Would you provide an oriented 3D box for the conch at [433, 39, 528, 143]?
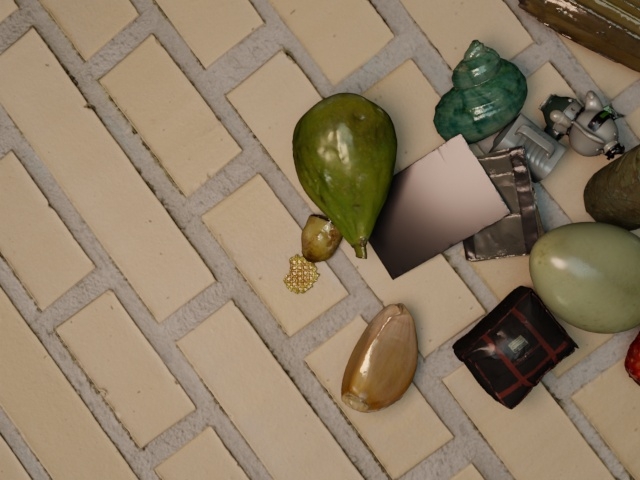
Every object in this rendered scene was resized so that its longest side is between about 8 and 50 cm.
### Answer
[{"bbox_3d":[0.334,-0.311,1.340,0.196,0.134,0.202,-7,91,5],"label":"conch"}]

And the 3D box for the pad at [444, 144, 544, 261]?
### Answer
[{"bbox_3d":[0.368,-0.072,1.348,0.174,0.022,0.233,-10,103,28],"label":"pad"}]

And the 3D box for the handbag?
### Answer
[{"bbox_3d":[0.407,0.225,1.331,0.215,0.155,0.169,-43,93,2],"label":"handbag"}]

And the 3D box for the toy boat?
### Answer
[{"bbox_3d":[0.590,-0.487,1.314,0.446,0.136,0.162,31,89,6],"label":"toy boat"}]

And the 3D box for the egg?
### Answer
[{"bbox_3d":[0.538,0.069,1.264,0.296,0.218,0.218,18,93,-28],"label":"egg"}]

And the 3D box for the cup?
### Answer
[{"bbox_3d":[0.436,-0.197,1.334,0.129,0.128,0.095,35,84,2],"label":"cup"}]

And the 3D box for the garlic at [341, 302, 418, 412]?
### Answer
[{"bbox_3d":[0.131,0.248,1.359,0.146,0.164,0.244,22,88,22],"label":"garlic"}]

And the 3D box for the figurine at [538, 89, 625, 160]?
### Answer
[{"bbox_3d":[0.550,-0.238,1.327,0.192,0.147,0.126,47,114,22],"label":"figurine"}]

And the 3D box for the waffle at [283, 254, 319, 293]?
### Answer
[{"bbox_3d":[-0.047,0.079,1.446,0.078,0.016,0.085,31,95,5],"label":"waffle"}]

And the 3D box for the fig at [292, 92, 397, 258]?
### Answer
[{"bbox_3d":[0.036,-0.143,1.326,0.233,0.233,0.314,19,88,5],"label":"fig"}]

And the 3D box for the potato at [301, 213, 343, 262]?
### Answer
[{"bbox_3d":[0.000,0.000,1.409,0.096,0.066,0.103,17,86,9],"label":"potato"}]

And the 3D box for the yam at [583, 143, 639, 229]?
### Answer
[{"bbox_3d":[0.640,-0.106,1.257,0.161,0.268,0.161,0,81,2],"label":"yam"}]

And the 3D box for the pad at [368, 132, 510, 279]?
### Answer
[{"bbox_3d":[0.227,-0.067,1.377,0.300,0.005,0.202,-33,87,23],"label":"pad"}]

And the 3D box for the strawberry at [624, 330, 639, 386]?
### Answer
[{"bbox_3d":[0.735,0.214,1.295,0.205,0.205,0.244,46,115,3],"label":"strawberry"}]
